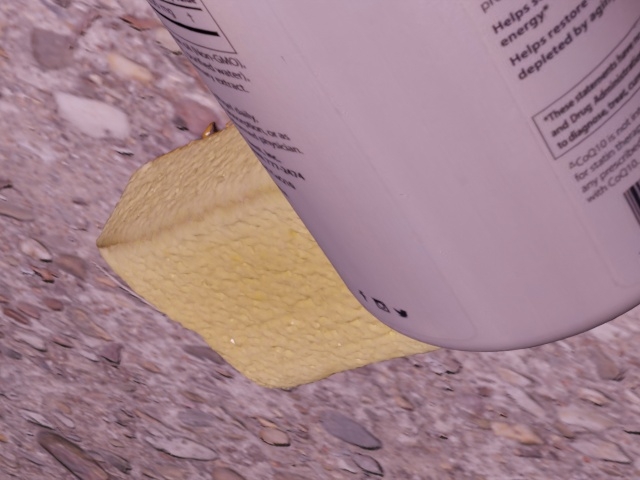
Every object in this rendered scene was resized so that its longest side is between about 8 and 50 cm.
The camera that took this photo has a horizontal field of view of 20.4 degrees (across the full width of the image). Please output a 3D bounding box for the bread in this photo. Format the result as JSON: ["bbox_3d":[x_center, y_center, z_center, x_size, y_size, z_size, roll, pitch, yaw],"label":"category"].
[{"bbox_3d":[0.001,0.000,0.801,0.125,0.068,0.188,40,146,-23],"label":"bread"}]

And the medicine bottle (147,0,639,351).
[{"bbox_3d":[0.018,-0.107,0.539,0.157,0.157,0.288,1,141,35],"label":"medicine bottle"}]
